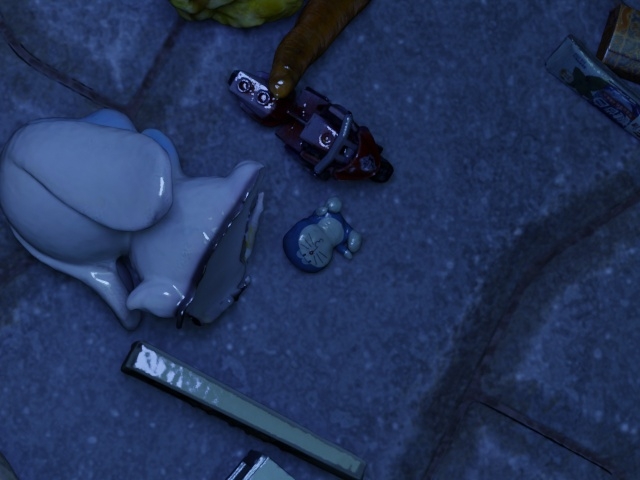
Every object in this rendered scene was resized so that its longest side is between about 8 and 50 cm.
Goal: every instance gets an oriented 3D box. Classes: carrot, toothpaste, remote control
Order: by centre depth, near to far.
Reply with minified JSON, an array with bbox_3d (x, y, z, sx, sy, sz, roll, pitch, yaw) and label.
[{"bbox_3d":[-0.082,0.189,1.540,0.285,0.123,0.038,29,80,-7],"label":"remote control"},{"bbox_3d":[-0.002,-0.237,1.584,0.059,0.059,0.248,37,54,-4],"label":"carrot"},{"bbox_3d":[0.364,-0.152,1.680,0.233,0.060,0.038,38,48,-5],"label":"toothpaste"}]

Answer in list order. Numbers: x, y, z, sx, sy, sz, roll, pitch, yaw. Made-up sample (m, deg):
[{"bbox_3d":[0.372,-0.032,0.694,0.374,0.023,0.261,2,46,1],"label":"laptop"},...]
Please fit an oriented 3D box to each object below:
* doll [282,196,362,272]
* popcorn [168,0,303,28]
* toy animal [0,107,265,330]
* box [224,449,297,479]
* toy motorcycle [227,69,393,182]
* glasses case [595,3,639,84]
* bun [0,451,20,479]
[{"bbox_3d":[0.000,0.000,1.607,0.083,0.050,0.076,-39,109,-12],"label":"doll"},{"bbox_3d":[-0.099,-0.333,1.548,0.200,0.203,0.226,-38,100,-4],"label":"popcorn"},{"bbox_3d":[-0.202,-0.015,1.506,0.289,0.249,0.174,13,42,27],"label":"toy animal"},{"bbox_3d":[-0.107,0.334,1.516,0.086,0.129,0.225,41,80,-3],"label":"box"},{"bbox_3d":[-0.012,-0.123,1.582,0.213,0.122,0.082,32,94,-4],"label":"toy motorcycle"},{"bbox_3d":[0.439,-0.207,1.695,0.218,0.049,0.075,19,82,-6],"label":"glasses case"},{"bbox_3d":[-0.459,0.338,1.420,0.361,0.213,0.361,1,83,-7],"label":"bun"}]
